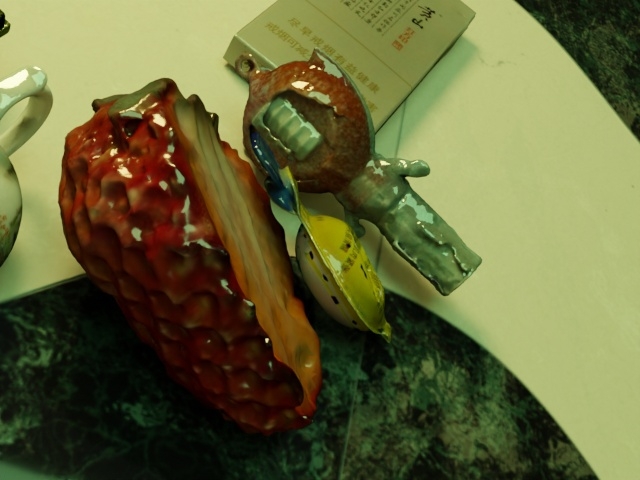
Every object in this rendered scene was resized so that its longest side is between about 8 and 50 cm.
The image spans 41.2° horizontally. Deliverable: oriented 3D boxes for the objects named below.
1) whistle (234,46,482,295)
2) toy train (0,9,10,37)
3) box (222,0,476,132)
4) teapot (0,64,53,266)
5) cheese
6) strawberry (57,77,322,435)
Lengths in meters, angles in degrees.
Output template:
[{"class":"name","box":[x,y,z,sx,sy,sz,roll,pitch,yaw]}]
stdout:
[{"class":"whistle","box":[0.031,-0.078,0.926,0.346,0.142,0.134,45,9,3]},{"class":"toy train","box":[-0.403,-0.256,0.824,0.225,0.137,0.090,42,51,-2]},{"class":"box","box":[0.054,-0.273,1.124,0.205,0.051,0.365,39,50,1]},{"class":"teapot","box":[-0.347,-0.045,0.708,0.204,0.139,0.298,38,50,3]},{"class":"cheese","box":[0.000,0.000,0.855,0.250,0.064,0.156,58,6,-17]},{"class":"strawberry","box":[-0.119,0.027,0.764,0.149,0.265,0.336,-25,86,8]}]
